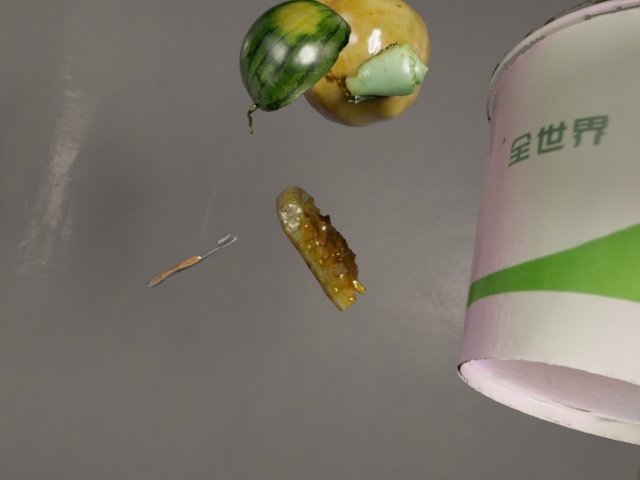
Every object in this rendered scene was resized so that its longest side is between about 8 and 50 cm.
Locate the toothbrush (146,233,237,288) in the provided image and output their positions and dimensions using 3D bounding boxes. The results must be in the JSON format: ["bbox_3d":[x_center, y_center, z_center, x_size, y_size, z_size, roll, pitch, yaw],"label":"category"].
[{"bbox_3d":[-0.336,0.057,1.414,0.031,0.320,0.023,33,38,-44],"label":"toothbrush"}]

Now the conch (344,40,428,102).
[{"bbox_3d":[0.127,-0.331,1.083,0.079,0.170,0.106,-101,179,-70],"label":"conch"}]

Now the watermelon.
[{"bbox_3d":[-0.066,-0.328,0.952,0.127,0.232,0.204,41,26,-36],"label":"watermelon"}]

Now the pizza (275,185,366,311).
[{"bbox_3d":[-0.019,-0.028,1.072,0.268,0.087,0.258,55,3,-34],"label":"pizza"}]

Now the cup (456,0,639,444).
[{"bbox_3d":[0.228,0.000,0.424,0.253,0.253,0.274,78,30,-64],"label":"cup"}]

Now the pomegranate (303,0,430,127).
[{"bbox_3d":[0.101,-0.436,1.316,0.332,0.332,0.333,14,90,-78],"label":"pomegranate"}]
